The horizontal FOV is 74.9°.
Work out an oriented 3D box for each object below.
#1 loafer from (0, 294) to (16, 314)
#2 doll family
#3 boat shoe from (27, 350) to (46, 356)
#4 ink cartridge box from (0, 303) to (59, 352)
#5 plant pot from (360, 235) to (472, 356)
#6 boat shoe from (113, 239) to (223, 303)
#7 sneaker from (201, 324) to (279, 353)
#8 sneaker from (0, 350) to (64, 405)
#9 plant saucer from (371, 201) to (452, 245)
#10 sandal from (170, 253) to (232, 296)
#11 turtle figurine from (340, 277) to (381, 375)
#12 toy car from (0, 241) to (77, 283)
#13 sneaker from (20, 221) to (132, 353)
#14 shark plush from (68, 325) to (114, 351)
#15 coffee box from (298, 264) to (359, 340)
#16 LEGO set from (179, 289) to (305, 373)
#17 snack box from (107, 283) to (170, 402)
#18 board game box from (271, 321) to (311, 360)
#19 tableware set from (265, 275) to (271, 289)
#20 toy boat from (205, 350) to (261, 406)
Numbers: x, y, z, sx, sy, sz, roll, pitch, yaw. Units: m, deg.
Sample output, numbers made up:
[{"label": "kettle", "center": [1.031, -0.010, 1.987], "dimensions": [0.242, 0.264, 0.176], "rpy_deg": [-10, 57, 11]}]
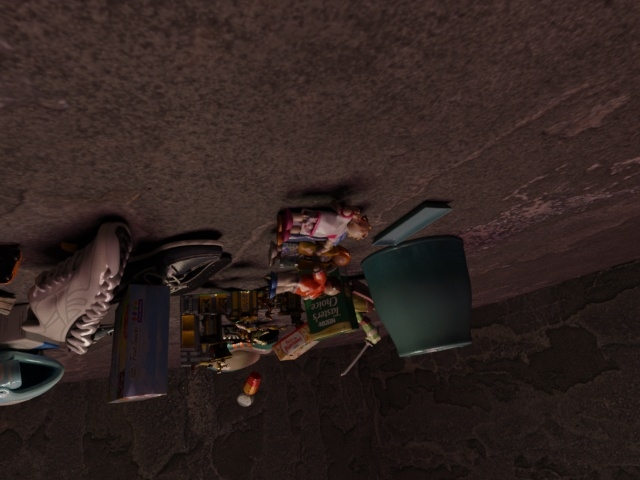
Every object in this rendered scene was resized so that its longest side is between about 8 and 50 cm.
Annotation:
[{"label": "loafer", "center": [-0.627, 0.107, 0.795], "dimensions": [0.045, 0.039, 0.125], "rpy_deg": [24, 155, 2]}, {"label": "doll family", "center": [0.000, 0.000, 0.741], "dimensions": [0.164, 0.118, 0.262], "rpy_deg": [2, 140, -16]}, {"label": "boat shoe", "center": [-0.917, 0.364, 1.321], "dimensions": [0.066, 0.066, 0.183], "rpy_deg": [-11, 161, -4]}, {"label": "ink cartridge box", "center": [-0.736, 0.214, 0.953], "dimensions": [0.204, 0.085, 0.148], "rpy_deg": [-9, 160, -7]}, {"label": "plant pot", "center": [0.261, 0.154, 1.061], "dimensions": [0.272, 0.254, 0.271], "rpy_deg": [-9, 160, -3]}, {"label": "boat shoe", "center": [-0.288, 0.057, 0.752], "dimensions": [0.255, 0.078, 0.095], "rpy_deg": [-14, 162, 11]}, {"label": "sneaker", "center": [-0.305, 0.368, 1.634], "dimensions": [0.303, 0.108, 0.121], "rpy_deg": [11, 127, -30]}, {"label": "sneaker", "center": [-0.711, 0.279, 0.859], "dimensions": [0.150, 0.135, 0.366], "rpy_deg": [-25, 165, 13]}, {"label": "plant saucer", "center": [0.179, -0.031, 0.850], "dimensions": [0.067, 0.018, 0.192], "rpy_deg": [-1, 160, -27]}, {"label": "sandal", "center": [-0.261, 0.066, 0.874], "dimensions": [0.179, 0.040, 0.067], "rpy_deg": [-33, 160, 17]}, {"label": "turtle figurine", "center": [0.136, 0.217, 1.280], "dimensions": [0.267, 0.274, 0.198], "rpy_deg": [-9, -164, -19]}, {"label": "toy car", "center": [-0.442, 0.038, 0.648], "dimensions": [0.122, 0.060, 0.040], "rpy_deg": [-3, 164, -21]}, {"label": "sneaker", "center": [-0.386, 0.075, 0.657], "dimensions": [0.119, 0.110, 0.292], "rpy_deg": [25, 123, -24]}, {"label": "shark plush", "center": [-0.667, 0.271, 1.215], "dimensions": [0.162, 0.073, 0.067], "rpy_deg": [4, 127, -25]}, {"label": "coffee box", "center": [0.015, 0.129, 0.963], "dimensions": [0.113, 0.184, 0.040], "rpy_deg": [-21, 160, 28]}, {"label": "LEGO set", "center": [-0.187, 0.224, 1.032], "dimensions": [0.255, 0.191, 0.331], "rpy_deg": [-6, 172, 15]}, {"label": "snack box", "center": [-0.316, 0.185, 0.722], "dimensions": [0.070, 0.174, 0.207], "rpy_deg": [6, 156, -29]}, {"label": "board game box", "center": [-0.018, 0.239, 1.088], "dimensions": [0.194, 0.045, 0.146], "rpy_deg": [-35, 162, -1]}, {"label": "tableware set", "center": [-0.048, 0.106, 1.092], "dimensions": [0.195, 0.039, 0.128], "rpy_deg": [-3, 172, -4]}, {"label": "toy boat", "center": [-0.344, 0.501, 1.670], "dimensions": [0.268, 0.318, 0.148], "rpy_deg": [3, 120, -43]}]
